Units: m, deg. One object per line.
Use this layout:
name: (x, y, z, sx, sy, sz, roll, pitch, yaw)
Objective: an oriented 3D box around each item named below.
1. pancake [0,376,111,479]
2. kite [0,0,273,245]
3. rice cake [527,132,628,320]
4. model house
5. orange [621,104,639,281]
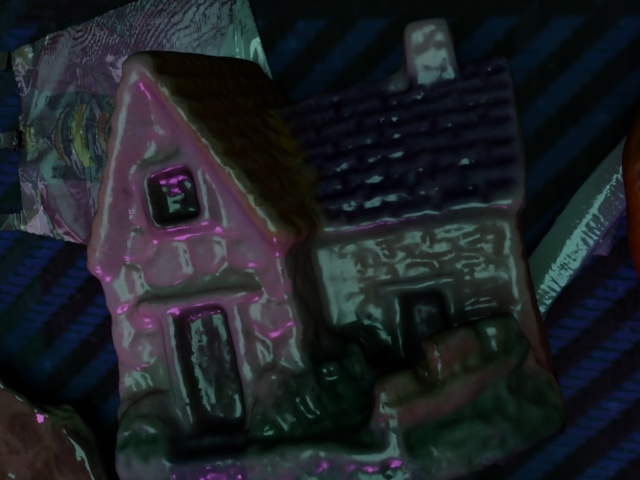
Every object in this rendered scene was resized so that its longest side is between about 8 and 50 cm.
pancake: (-0.260, 0.183, 0.696, 0.236, 0.042, 0.223, 11, 106, 12)
kite: (-0.201, -0.075, 0.652, 0.360, 0.022, 0.204, -1, 99, 7)
rice cake: (0.157, 0.012, 0.589, 0.042, 0.030, 0.180, 37, 104, 8)
model house: (0.000, 0.000, 0.513, 0.236, 0.202, 0.238, -10, 95, 20)
orange: (0.297, -0.021, 0.457, 0.283, 0.226, 0.284, 0, 94, 3)
